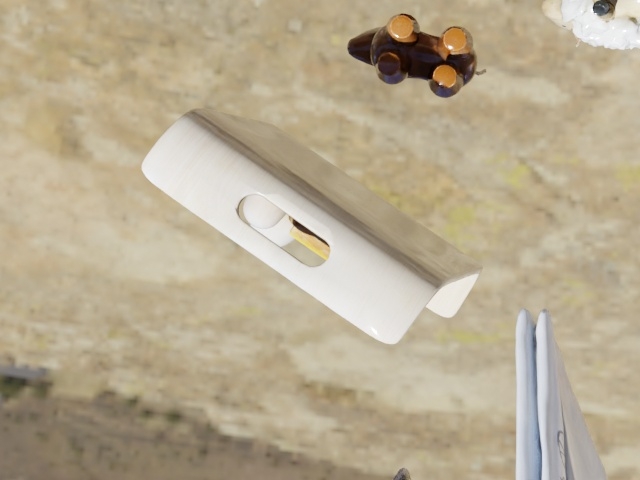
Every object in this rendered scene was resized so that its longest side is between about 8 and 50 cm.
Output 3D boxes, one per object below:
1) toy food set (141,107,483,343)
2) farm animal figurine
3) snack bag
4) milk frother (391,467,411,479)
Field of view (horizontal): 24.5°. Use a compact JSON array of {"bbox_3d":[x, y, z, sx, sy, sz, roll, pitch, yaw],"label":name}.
[{"bbox_3d":[0.000,0.000,1.148,0.220,0.092,0.306,35,-171,10],"label":"toy food set"},{"bbox_3d":[0.123,-0.291,1.248,0.327,0.330,0.172,-14,-179,7],"label":"farm animal figurine"},{"bbox_3d":[0.191,0.268,1.000,0.037,0.323,0.342,-14,123,15],"label":"snack bag"},{"bbox_3d":[0.068,0.103,0.358,0.135,0.143,0.129,25,-165,10],"label":"milk frother"}]
